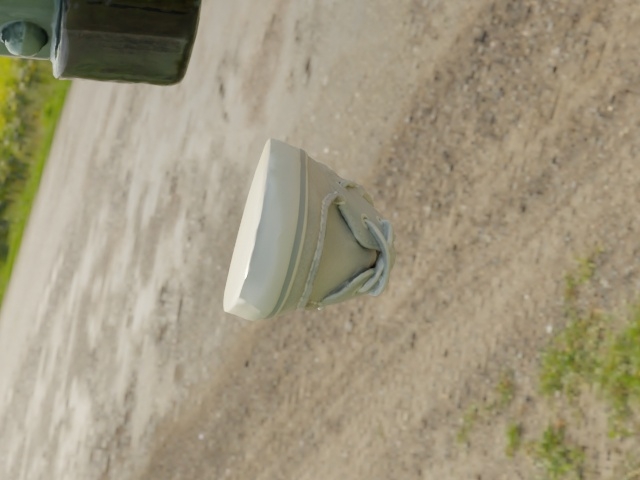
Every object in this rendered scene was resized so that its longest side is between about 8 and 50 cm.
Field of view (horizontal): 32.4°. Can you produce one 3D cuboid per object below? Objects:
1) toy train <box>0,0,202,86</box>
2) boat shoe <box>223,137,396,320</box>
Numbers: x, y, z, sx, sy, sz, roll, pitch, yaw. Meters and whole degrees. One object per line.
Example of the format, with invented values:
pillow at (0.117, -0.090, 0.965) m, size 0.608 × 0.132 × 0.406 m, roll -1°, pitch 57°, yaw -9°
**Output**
toy train at (-0.223, -0.206, 0.732) m, size 0.142 × 0.334 × 0.190 m, roll 123°, pitch 146°, yaw -57°
boat shoe at (0.000, 0.000, 0.448) m, size 0.184 × 0.063 × 0.066 m, roll -117°, pitch 42°, yaw -89°
